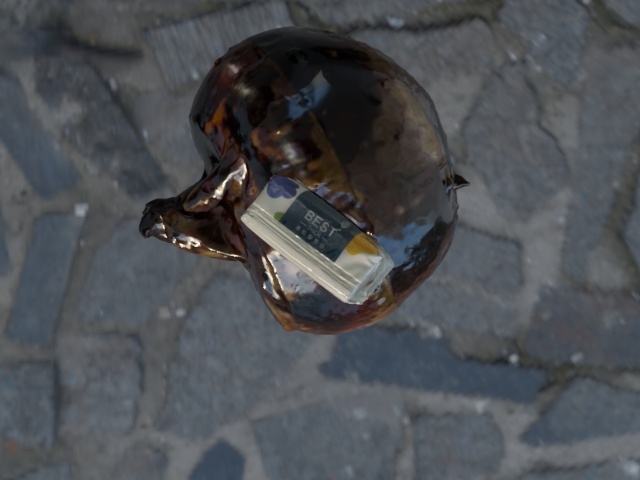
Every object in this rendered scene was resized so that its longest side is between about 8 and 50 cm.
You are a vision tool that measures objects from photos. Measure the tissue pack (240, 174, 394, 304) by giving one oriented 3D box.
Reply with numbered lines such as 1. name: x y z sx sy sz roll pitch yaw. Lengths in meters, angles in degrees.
1. tissue pack: 0.000 0.000 0.981 0.083 0.062 0.042 38 92 12

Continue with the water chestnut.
1. water chestnut: -0.022 -0.046 1.453 0.300 0.300 0.300 -4 114 -8
